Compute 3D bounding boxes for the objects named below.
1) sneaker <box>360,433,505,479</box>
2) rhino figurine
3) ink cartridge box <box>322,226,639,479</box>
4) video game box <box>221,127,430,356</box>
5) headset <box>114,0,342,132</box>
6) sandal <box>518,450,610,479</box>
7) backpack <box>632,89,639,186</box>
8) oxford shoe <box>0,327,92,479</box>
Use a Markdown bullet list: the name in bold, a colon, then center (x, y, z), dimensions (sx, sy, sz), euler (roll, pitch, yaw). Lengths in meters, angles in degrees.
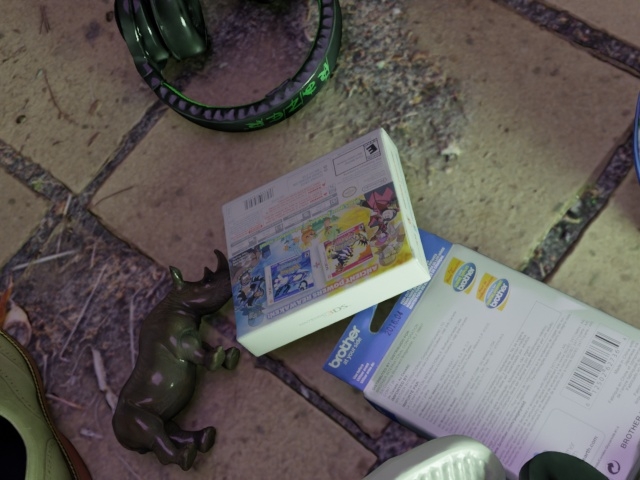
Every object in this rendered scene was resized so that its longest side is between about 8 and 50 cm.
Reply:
- **sneaker**: center (-0.003, 0.283, 1.066), dimensions (0.366, 0.135, 0.150), euler (-39, 29, 2)
- **rhino figurine**: center (-0.146, 0.117, 1.228), dimensions (0.106, 0.073, 0.243), euler (9, 69, 18)
- **ink cartridge box**: center (0.178, 0.128, 1.126), dimensions (0.311, 0.065, 0.185), euler (27, 77, 24)
- **video game box**: center (0.000, 0.000, 1.209), dimensions (0.205, 0.048, 0.187), euler (-25, 46, 17)
- **headset**: center (-0.134, -0.304, 1.400), dimensions (0.243, 0.185, 0.394), euler (-35, 76, 4)
- **sandal**: center (0.266, 0.264, 0.947), dimensions (0.097, 0.054, 0.254), euler (-14, 50, -39)
- **backpack**: center (0.423, -0.086, 1.070), dimensions (0.263, 0.213, 0.276), euler (-8, 67, 26)
- **oxford shoe**: center (-0.365, 0.170, 1.240), dimensions (0.123, 0.130, 0.348), euler (-44, 62, -5)
